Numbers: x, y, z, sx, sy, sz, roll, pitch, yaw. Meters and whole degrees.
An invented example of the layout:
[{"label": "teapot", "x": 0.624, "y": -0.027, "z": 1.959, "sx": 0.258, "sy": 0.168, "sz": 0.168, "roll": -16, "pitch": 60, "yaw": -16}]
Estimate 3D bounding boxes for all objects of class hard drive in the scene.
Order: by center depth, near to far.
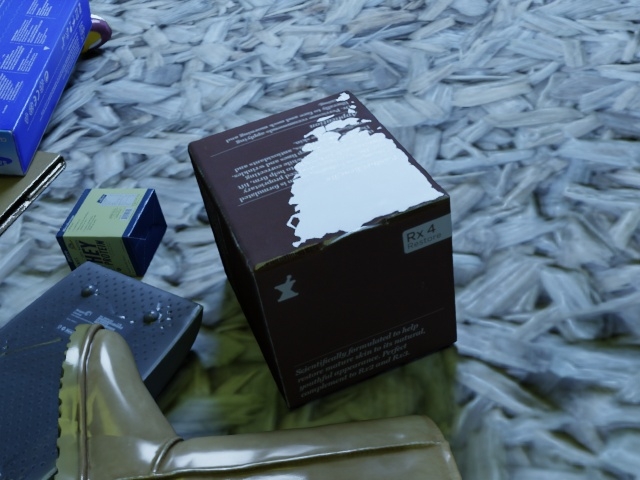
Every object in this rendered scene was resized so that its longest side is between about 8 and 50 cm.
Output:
[{"label": "hard drive", "x": -0.234, "y": 0.131, "z": 0.711, "sx": 0.172, "sy": 0.054, "sz": 0.254, "roll": 17, "pitch": 47, "yaw": 29}]

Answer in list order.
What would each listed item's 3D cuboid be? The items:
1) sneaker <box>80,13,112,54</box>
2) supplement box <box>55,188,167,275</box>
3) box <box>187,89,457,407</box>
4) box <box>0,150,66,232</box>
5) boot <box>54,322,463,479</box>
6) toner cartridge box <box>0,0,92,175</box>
[{"label": "sneaker", "x": -0.408, "y": -0.289, "z": 1.246, "sx": 0.186, "sy": 0.069, "sz": 0.083, "roll": -16, "pitch": 58, "yaw": -7}, {"label": "supplement box", "x": -0.222, "y": -0.010, "z": 0.873, "sx": 0.083, "sy": 0.056, "sz": 0.083, "roll": 1, "pitch": 41, "yaw": 13}, {"label": "box", "x": 0.000, "y": 0.000, "z": 0.726, "sx": 0.169, "sy": 0.167, "sz": 0.203, "roll": -19, "pitch": 41, "yaw": -11}, {"label": "box", "x": -0.446, "y": -0.063, "z": 1.014, "sx": 0.201, "sy": 0.021, "sz": 0.164, "roll": 7, "pitch": 43, "yaw": 20}, {"label": "boot", "x": -0.049, "y": 0.153, "z": 0.592, "sx": 0.270, "sy": 0.089, "sz": 0.236, "roll": -3, "pitch": 45, "yaw": -10}, {"label": "toner cartridge box", "x": -0.432, "y": -0.234, "z": 1.087, "sx": 0.165, "sy": 0.075, "sz": 0.347, "roll": 4, "pitch": 47, "yaw": 0}]
